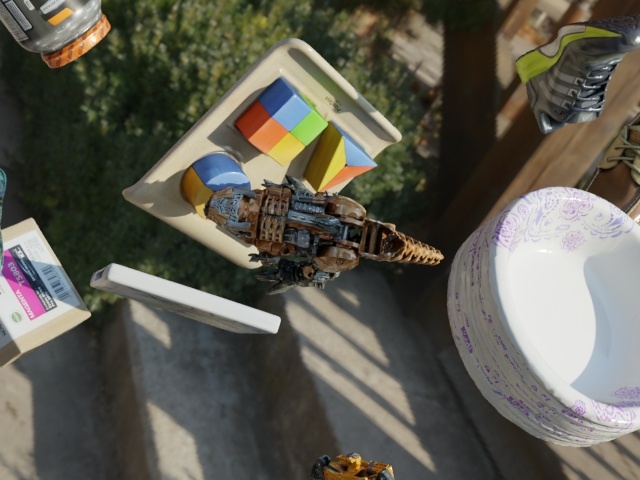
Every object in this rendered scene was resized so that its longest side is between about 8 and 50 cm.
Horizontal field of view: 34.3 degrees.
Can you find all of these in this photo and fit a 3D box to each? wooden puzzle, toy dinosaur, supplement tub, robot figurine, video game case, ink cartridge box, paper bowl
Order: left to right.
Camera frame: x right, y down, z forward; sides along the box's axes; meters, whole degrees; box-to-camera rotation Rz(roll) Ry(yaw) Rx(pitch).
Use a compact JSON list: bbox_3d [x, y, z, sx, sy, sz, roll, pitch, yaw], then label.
[{"bbox_3d":[-0.587,0.097,2.001,0.235,0.088,0.193,58,37,-1],"label":"ink cartridge box"},{"bbox_3d":[-0.340,-0.307,1.223,0.190,0.117,0.117,56,12,-28],"label":"supplement tub"},{"bbox_3d":[-0.269,0.118,1.998,0.328,0.036,0.300,19,-10,-16],"label":"video game case"},{"bbox_3d":[-0.070,-0.101,1.551,0.322,0.348,0.080,34,20,-52],"label":"wooden puzzle"},{"bbox_3d":[0.000,0.000,1.378,0.322,0.164,0.218,33,-14,-13],"label":"toy dinosaur"},{"bbox_3d":[0.075,0.522,1.909,0.211,0.291,0.085,5,16,34],"label":"robot figurine"},{"bbox_3d":[0.271,0.094,1.179,0.284,0.148,0.284,15,57,-24],"label":"paper bowl"}]

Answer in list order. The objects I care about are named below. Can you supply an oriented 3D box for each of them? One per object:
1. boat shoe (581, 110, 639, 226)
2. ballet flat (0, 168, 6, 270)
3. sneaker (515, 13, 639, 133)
[{"bbox_3d":[0.493,-0.130,1.614,0.122,0.324,0.120,27,-26,35],"label":"boat shoe"},{"bbox_3d":[-0.519,-0.025,1.575,0.070,0.189,0.070,7,25,-4],"label":"ballet flat"},{"bbox_3d":[0.366,-0.227,1.421,0.111,0.121,0.300,-11,-3,-9],"label":"sneaker"}]
